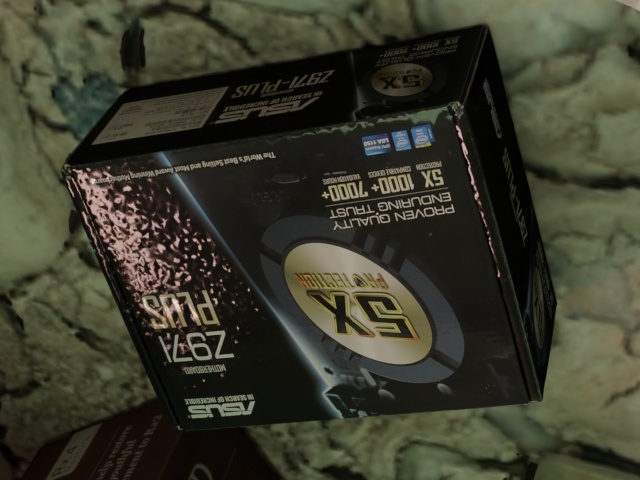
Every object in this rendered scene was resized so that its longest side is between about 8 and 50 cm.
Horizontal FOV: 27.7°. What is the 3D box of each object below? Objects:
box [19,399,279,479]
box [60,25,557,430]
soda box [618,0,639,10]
[{"bbox_3d":[-0.032,0.288,0.707,0.143,0.191,0.381,-26,113,28],"label":"box"},{"bbox_3d":[0.000,0.000,0.576,0.180,0.077,0.147,-7,121,20],"label":"box"},{"bbox_3d":[0.188,-0.095,0.462,0.210,0.071,0.067,24,125,0],"label":"soda box"}]
